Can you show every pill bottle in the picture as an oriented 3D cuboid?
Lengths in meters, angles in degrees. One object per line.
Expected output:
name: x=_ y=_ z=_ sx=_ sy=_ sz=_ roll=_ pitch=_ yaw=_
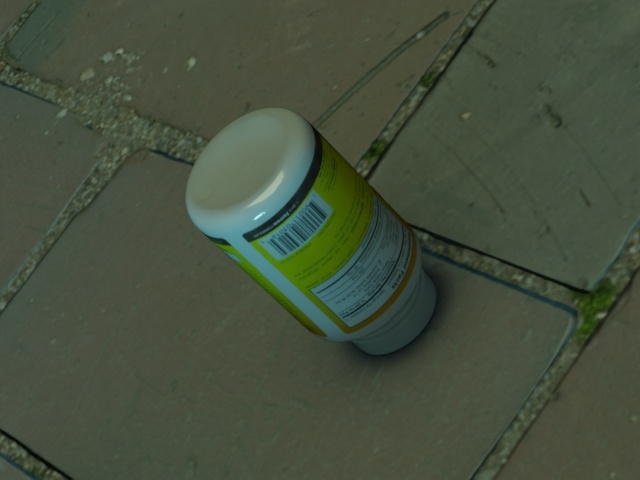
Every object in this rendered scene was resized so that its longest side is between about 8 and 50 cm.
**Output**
pill bottle: x=0.000 y=0.000 z=1.542 sx=0.117 sy=0.215 sz=0.117 roll=-24 pitch=43 yaw=25
